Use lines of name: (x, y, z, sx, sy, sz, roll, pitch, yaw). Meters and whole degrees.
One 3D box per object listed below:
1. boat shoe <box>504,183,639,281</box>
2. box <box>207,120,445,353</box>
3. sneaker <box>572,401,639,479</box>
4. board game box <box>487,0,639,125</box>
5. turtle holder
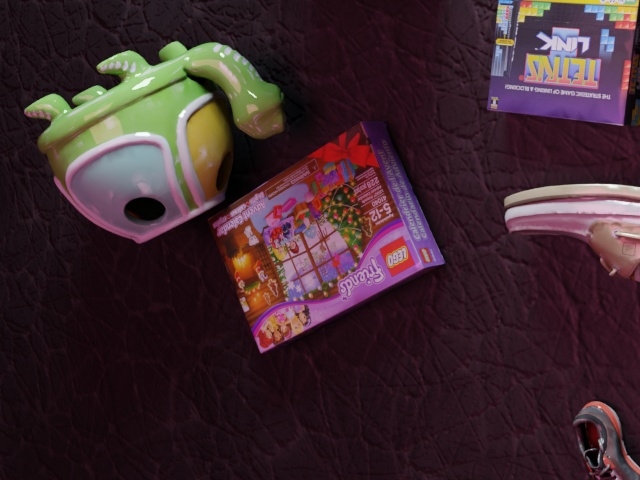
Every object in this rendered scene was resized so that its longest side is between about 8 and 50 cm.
boat shoe: (0.332, -0.008, 1.296, 0.302, 0.113, 0.103, 0, 90, 36)
box: (0.000, 0.000, 1.583, 0.293, 0.057, 0.201, -31, 77, 35)
sneaker: (0.320, 0.260, 1.363, 0.061, 0.065, 0.158, -35, 74, 34)
board game box: (0.275, -0.205, 1.358, 0.170, 0.048, 0.141, 11, 100, 36)
turtle holder: (-0.208, -0.140, 1.645, 0.320, 0.243, 0.227, -27, 94, -4)
